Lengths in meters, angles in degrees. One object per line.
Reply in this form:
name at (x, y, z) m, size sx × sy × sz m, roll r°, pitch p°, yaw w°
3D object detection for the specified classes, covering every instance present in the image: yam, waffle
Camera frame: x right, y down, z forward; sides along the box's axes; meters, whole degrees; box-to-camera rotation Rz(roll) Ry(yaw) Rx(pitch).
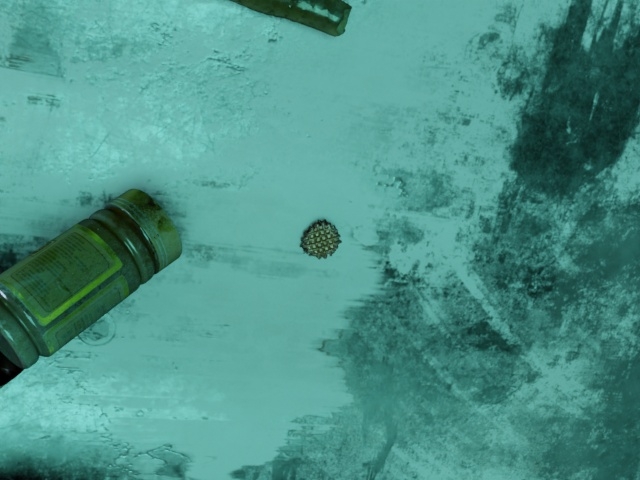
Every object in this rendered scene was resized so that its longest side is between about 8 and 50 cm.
yam at (-0.096, -0.433, 1.158) m, size 0.317 × 0.067 × 0.071 m, roll 15°, pitch 115°, yaw -16°
waffle at (0.000, 0.000, 1.333) m, size 0.075 × 0.029 × 0.083 m, roll 33°, pitch 100°, yaw -18°

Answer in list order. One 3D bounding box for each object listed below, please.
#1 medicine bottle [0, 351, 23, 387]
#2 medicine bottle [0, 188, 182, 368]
medicine bottle at (-0.712, 0.221, 1.127) m, size 0.395 × 0.242 × 0.242 m, roll -30°, pitch 112°, yaw 11°
medicine bottle at (-0.399, 0.059, 1.111) m, size 0.322 × 0.151 × 0.151 m, roll -41°, pitch 115°, yaw -33°
